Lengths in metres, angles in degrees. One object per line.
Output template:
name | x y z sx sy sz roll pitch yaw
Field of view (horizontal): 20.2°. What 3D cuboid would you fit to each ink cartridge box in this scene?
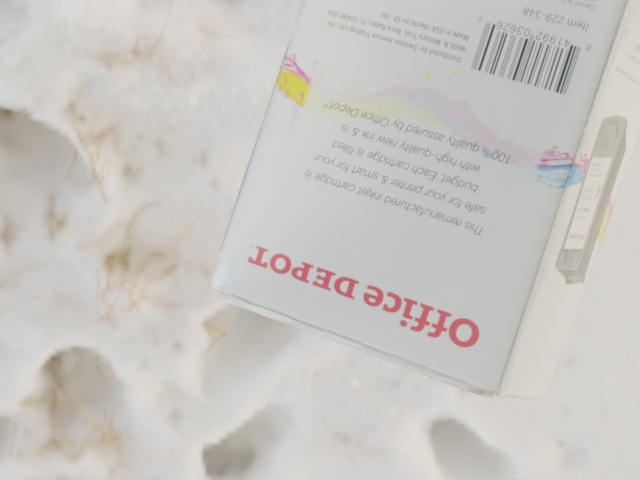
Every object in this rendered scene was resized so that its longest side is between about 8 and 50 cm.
ink cartridge box | 0.087 -0.071 1.208 0.226 0.131 0.306 20 93 26
